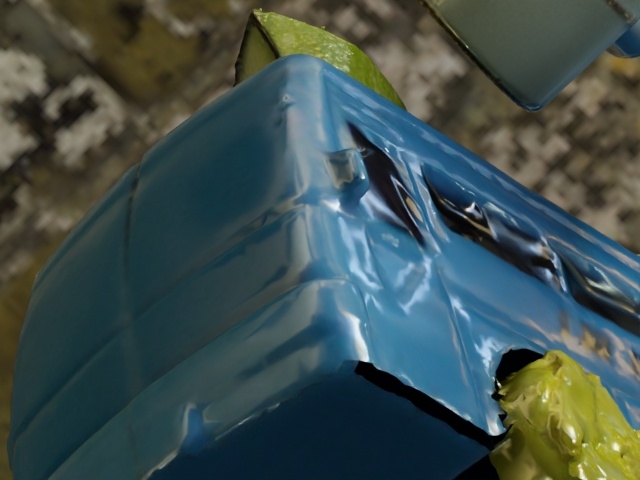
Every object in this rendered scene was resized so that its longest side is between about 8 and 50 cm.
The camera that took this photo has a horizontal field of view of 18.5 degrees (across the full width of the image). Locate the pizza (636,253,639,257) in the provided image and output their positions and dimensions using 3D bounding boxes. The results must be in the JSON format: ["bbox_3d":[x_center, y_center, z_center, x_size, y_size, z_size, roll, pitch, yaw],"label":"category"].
[{"bbox_3d":[0.238,0.034,1.343,0.108,0.123,0.026,-33,-144,40],"label":"pizza"}]

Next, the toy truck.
[{"bbox_3d":[0.074,0.092,0.638,0.161,0.385,0.162,-41,-136,25],"label":"toy truck"}]

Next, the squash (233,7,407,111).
[{"bbox_3d":[0.020,-0.010,1.031,0.085,0.184,0.192,-20,156,-20],"label":"squash"}]

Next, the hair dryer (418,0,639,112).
[{"bbox_3d":[0.174,-0.156,1.162,0.173,0.107,0.357,-42,167,11],"label":"hair dryer"}]
